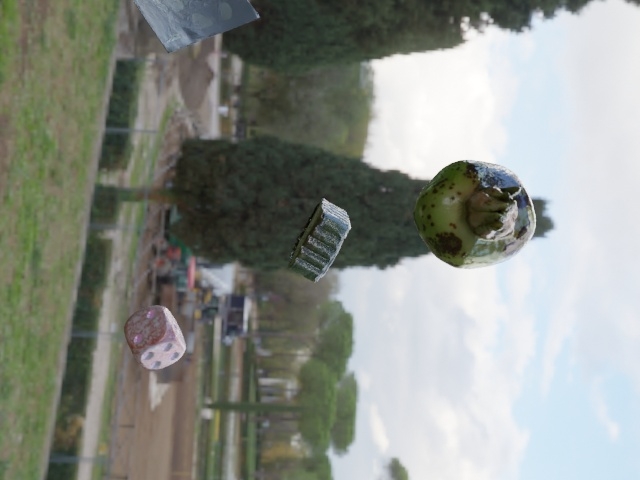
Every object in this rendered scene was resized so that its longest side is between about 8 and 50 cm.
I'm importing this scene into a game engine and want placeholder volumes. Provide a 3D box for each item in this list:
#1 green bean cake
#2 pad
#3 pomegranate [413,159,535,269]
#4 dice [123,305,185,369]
[{"bbox_3d":[0.000,0.000,2.300,0.173,0.094,0.181,-60,-172,12],"label":"green bean cake"},{"bbox_3d":[-0.212,-0.399,1.595,0.127,0.190,0.004,55,-29,11],"label":"pad"},{"bbox_3d":[0.304,-0.034,1.755,0.276,0.222,0.204,-126,-163,-61],"label":"pomegranate"},{"bbox_3d":[-0.320,0.187,1.805,0.094,0.091,0.093,61,-3,38],"label":"dice"}]
